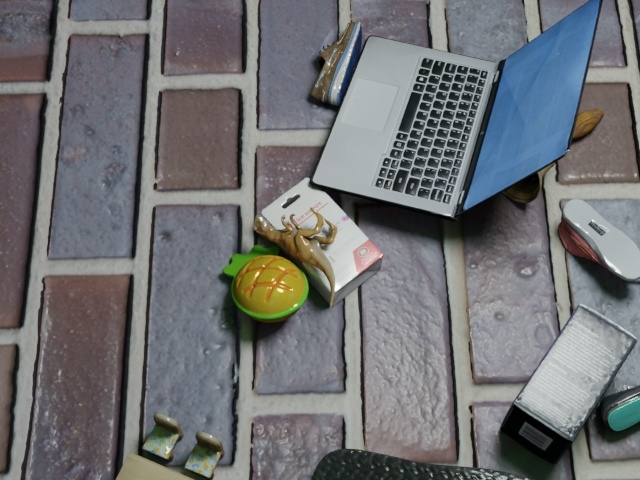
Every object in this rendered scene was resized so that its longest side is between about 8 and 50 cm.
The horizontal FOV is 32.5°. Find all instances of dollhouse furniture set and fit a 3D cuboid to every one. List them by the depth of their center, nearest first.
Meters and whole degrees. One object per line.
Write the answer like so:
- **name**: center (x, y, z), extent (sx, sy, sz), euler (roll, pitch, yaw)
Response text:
- **dollhouse furniture set**: center (-0.200, 0.395, 1.655), extent (0.242, 0.161, 0.212), euler (21, 67, 9)

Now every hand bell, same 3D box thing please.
- **hand bell**: center (0.423, -0.179, 1.968), extent (0.242, 0.126, 0.126), euler (-33, 69, -27)

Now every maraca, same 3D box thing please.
- **maraca**: center (-0.093, 0.069, 1.845), extent (0.127, 0.099, 0.185), euler (-21, 41, -15)

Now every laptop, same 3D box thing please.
- **laptop**: center (0.231, -0.256, 1.873), extent (0.408, 0.236, 0.382), euler (14, 55, 9)

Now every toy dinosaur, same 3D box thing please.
- **toy dinosaur**: center (-0.016, 0.014, 1.822), extent (0.211, 0.064, 0.112), euler (37, 89, 25)

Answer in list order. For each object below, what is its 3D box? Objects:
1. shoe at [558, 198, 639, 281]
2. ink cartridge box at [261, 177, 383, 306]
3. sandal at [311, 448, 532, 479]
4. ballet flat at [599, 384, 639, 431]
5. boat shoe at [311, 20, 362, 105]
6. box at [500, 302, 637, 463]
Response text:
- **shoe**: center (0.477, 0.011, 1.875), extent (0.063, 0.081, 0.178), euler (-35, 67, -15)
- **ink cartridge box**: center (0.000, 0.000, 1.889), extent (0.115, 0.067, 0.198), euler (-37, 72, -15)
- **sandal**: center (0.204, 0.425, 1.687), extent (0.446, 0.107, 0.167), euler (14, 67, 20)
- **ballet flat**: center (0.543, 0.248, 1.771), extent (0.203, 0.074, 0.074), euler (-21, 67, 1)
- **boat shoe**: center (0.029, -0.337, 2.045), extent (0.066, 0.066, 0.183), euler (12, 62, 13)
- **box**: center (0.391, 0.228, 1.738), extent (0.108, 0.153, 0.207), euler (33, 68, 15)
